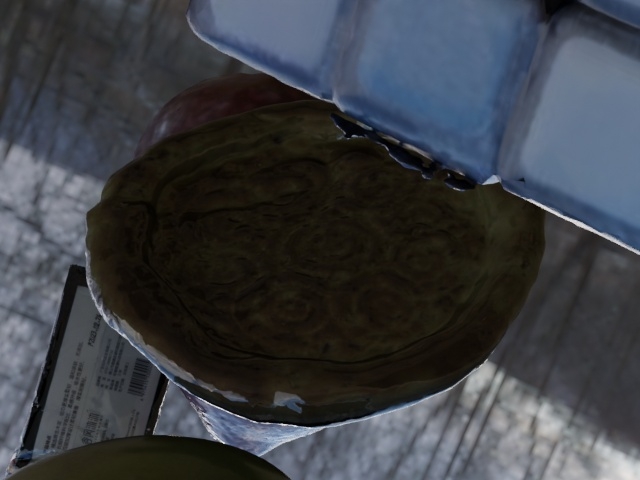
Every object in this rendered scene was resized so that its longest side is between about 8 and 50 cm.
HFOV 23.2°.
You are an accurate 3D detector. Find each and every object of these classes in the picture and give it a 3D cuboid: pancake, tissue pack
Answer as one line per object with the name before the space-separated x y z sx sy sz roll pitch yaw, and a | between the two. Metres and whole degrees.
pancake | 0.000 0.000 0.831 0.250 0.250 0.031 24 140 28
tissue pack | -0.164 0.114 1.172 0.103 0.170 0.090 17 169 -8

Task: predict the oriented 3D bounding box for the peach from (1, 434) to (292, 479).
peach | -0.085 0.244 0.738 0.292 0.292 0.247 24 -179 25

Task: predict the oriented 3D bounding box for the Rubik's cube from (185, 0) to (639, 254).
Rubik's cube | 0.176 -0.151 0.476 0.292 0.293 0.287 25 -157 24

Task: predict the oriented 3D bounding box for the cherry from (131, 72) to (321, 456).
cherry | -0.023 0.007 1.073 0.203 0.300 0.230 10 -173 30
